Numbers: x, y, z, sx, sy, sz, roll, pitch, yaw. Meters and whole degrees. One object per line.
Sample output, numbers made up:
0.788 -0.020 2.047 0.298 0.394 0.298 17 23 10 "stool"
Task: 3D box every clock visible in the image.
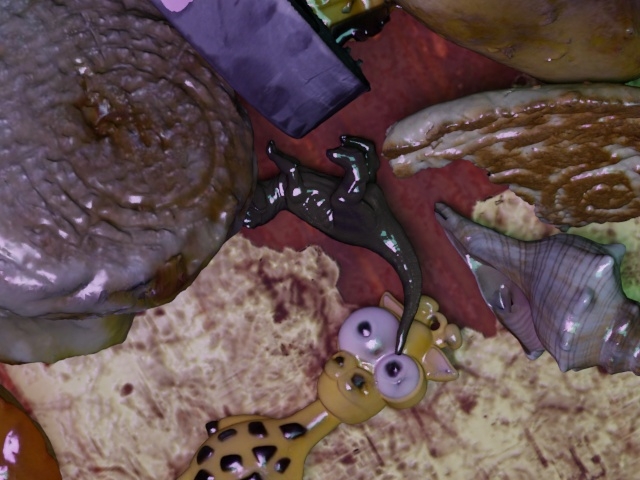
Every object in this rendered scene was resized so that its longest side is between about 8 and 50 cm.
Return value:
-0.110 -0.237 1.494 0.076 0.386 0.386 -40 98 6 "clock"

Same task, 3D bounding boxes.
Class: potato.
0.177 -0.239 1.653 0.307 0.173 0.210 10 93 -32 "potato"

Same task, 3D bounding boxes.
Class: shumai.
-0.228 -0.036 1.652 0.309 0.263 0.304 -5 64 -31 "shumai"

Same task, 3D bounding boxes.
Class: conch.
0.215 0.049 1.749 0.114 0.234 0.137 -28 132 -24 "conch"

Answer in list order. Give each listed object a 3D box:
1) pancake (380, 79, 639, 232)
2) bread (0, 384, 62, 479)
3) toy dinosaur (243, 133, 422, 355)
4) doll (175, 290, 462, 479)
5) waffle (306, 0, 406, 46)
0.237 -0.075 1.715 0.376 0.197 0.054 8 54 -12 "pancake"
-0.350 0.227 1.703 0.270 0.148 0.270 -1 96 -5 "bread"
0.000 0.000 1.747 0.187 0.087 0.179 4 102 13 "toy dinosaur"
-0.002 0.154 1.754 0.291 0.086 0.117 -37 69 -1 "doll"
-0.059 -0.261 1.713 0.307 0.060 0.312 36 93 -6 "waffle"
